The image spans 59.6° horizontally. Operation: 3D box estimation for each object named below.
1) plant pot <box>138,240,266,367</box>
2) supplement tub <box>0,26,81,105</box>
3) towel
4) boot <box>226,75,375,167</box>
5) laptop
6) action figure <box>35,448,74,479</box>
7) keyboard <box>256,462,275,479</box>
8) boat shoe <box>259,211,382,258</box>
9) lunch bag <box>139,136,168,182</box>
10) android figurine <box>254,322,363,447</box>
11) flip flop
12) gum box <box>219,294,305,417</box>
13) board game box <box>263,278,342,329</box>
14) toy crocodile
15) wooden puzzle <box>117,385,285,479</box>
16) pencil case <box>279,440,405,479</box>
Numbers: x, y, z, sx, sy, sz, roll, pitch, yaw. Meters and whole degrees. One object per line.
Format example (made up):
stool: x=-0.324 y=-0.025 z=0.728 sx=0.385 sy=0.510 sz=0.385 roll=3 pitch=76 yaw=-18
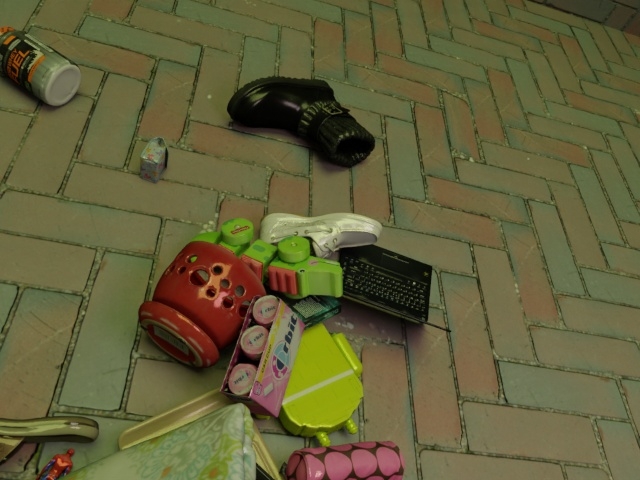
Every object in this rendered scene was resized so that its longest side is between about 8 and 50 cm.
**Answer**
plant pot: x=-0.221 y=0.125 z=1.026 sx=0.191 sy=0.191 sz=0.174 roll=32 pitch=58 yaw=5
supplement tub: x=-0.671 y=-0.411 z=1.308 sx=0.190 sy=0.117 sz=0.117 roll=33 pitch=49 yaw=6
towel: x=-0.229 y=0.395 z=0.688 sx=0.320 sy=0.090 sz=0.374 roll=-21 pitch=26 yaw=2
boot: x=-0.043 y=-0.303 z=1.464 sx=0.347 sy=0.131 sz=0.260 roll=-16 pitch=61 yaw=-31
laptop: x=0.159 y=0.086 z=1.235 sx=0.234 sy=0.137 sz=0.264 roll=21 pitch=49 yaw=-6
action figure: x=-0.417 y=0.369 z=0.855 sx=0.038 sy=0.030 sz=0.115 roll=33 pitch=44 yaw=-2
keyboard: x=-0.218 y=0.435 z=0.809 sx=0.201 sy=0.033 sz=0.317 roll=32 pitch=68 yaw=27
boat shoe: x=0.000 y=0.000 z=1.248 sx=0.276 sy=0.098 sz=0.096 roll=0 pitch=56 yaw=4
lunch bag: x=-0.376 y=-0.187 z=1.279 sx=0.053 sy=0.071 sz=0.083 roll=17 pitch=49 yaw=-6
android figurine: x=-0.028 y=0.261 z=1.074 sx=0.248 sy=0.056 sz=0.273 roll=-17 pitch=58 yaw=-33
flip flop: x=-0.481 y=0.311 z=0.837 sx=0.276 sy=0.112 sz=0.080 roll=6 pitch=66 yaw=-24
gum box: x=-0.095 y=0.198 z=0.982 sx=0.062 sy=0.107 sz=0.189 roll=1 pitch=57 yaw=26
board game box: x=-0.063 y=0.112 z=1.155 sx=0.126 sy=0.026 sz=0.186 roll=-21 pitch=42 yaw=-34
toy crocodile: x=-0.114 y=0.047 z=1.118 sx=0.340 sy=0.115 sz=0.105 roll=16 pitch=38 yaw=18
wooden puzzle: x=-0.189 y=0.386 z=0.928 sx=0.220 sy=0.044 sz=0.239 roll=-18 pitch=67 yaw=-32
pencil case: x=0.042 y=0.399 z=0.956 sx=0.209 sy=0.098 sz=0.095 roll=7 pitch=6 yaw=-29
